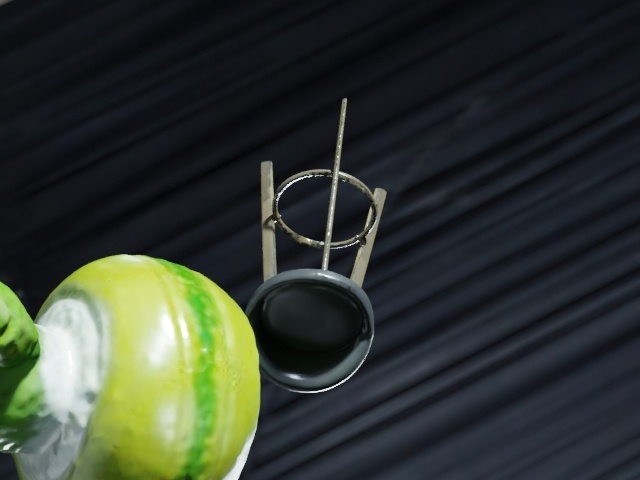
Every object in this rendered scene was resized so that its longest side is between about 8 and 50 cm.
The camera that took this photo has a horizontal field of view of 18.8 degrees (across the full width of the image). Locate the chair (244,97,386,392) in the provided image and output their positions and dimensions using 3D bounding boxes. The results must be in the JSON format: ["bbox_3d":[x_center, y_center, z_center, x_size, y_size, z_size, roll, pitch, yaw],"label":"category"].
[{"bbox_3d":[0.000,0.001,1.449,0.095,0.104,0.221,104,-5,-48],"label":"chair"}]

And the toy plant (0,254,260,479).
[{"bbox_3d":[-0.206,0.083,1.165,0.224,0.316,0.184,-40,-131,46],"label":"toy plant"}]
